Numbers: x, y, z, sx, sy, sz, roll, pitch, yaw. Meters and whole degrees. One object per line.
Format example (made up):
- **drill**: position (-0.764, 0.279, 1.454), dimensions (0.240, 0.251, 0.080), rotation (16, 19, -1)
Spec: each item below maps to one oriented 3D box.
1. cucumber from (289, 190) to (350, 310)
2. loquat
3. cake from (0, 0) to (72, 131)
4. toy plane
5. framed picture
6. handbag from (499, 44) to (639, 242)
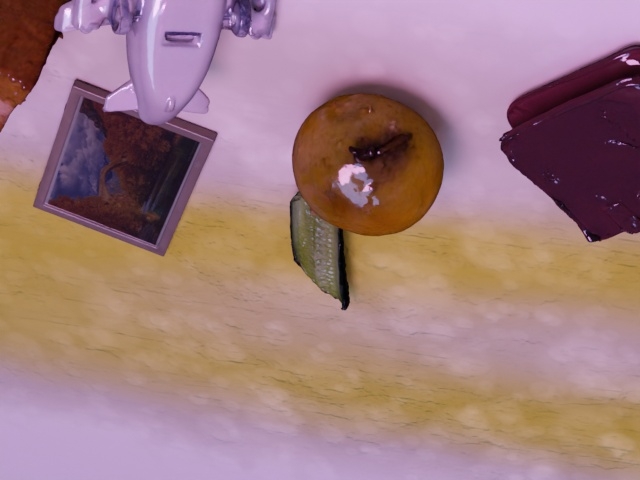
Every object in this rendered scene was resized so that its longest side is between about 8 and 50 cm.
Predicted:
- **cucumber**: position (0.000, 0.000, 2.217), dimensions (0.070, 0.046, 0.220), rotation (9, 138, 12)
- **loquat**: position (0.050, -0.080, 2.030), dimensions (0.172, 0.149, 0.204), rotation (18, 154, -5)
- **cake**: position (-0.413, -0.208, 2.004), dimensions (0.196, 0.198, 0.293), rotation (23, 144, -16)
- **toy plane**: position (-0.162, -0.233, 1.932), dimensions (0.245, 0.117, 0.244), rotation (-11, 126, -15)
- **framed picture**: position (-0.244, -0.085, 2.220), dimensions (0.184, 0.016, 0.250), rotation (22, 140, -8)
- **handbag**: position (0.329, -0.101, 1.970), dimensions (0.203, 0.074, 0.216), rotation (-25, 127, 39)
